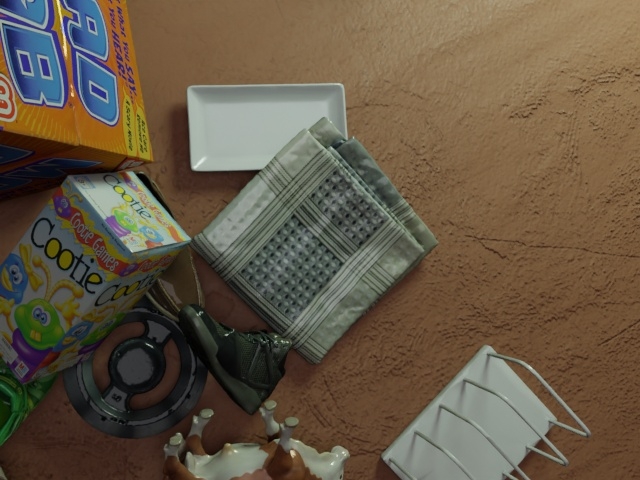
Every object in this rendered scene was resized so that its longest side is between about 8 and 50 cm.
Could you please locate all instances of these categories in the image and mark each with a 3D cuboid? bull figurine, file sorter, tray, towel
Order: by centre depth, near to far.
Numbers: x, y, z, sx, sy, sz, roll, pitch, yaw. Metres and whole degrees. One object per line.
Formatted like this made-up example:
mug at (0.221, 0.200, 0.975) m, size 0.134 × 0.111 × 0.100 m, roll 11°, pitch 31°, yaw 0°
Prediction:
bull figurine at (-0.103, 0.357, 1.210) m, size 0.310 × 0.101 × 0.188 m, roll -10°, pitch 114°, yaw -7°
towel at (0.000, 0.000, 1.268) m, size 0.324 × 0.056 × 0.312 m, roll -45°, pitch 101°, yaw -7°
file sorter at (0.283, 0.349, 1.274) m, size 0.277 × 0.173 × 0.193 m, roll -44°, pitch 97°, yaw -10°
tray at (-0.088, -0.191, 1.286) m, size 0.270 × 0.030 × 0.145 m, roll -3°, pitch 90°, yaw -12°

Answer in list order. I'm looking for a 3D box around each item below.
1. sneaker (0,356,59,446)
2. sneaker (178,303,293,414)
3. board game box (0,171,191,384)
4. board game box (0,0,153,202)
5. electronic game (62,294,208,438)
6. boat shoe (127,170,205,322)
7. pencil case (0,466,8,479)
sneaker at (-0.453, 0.220, 1.103) m, size 0.109 × 0.123 × 0.296 m, roll 39°, pitch 44°, yaw -17°
sneaker at (-0.131, 0.163, 1.218) m, size 0.130 × 0.087 × 0.227 m, roll -44°, pitch 119°, yaw -19°
board game box at (-0.342, 0.049, 1.072) m, size 0.144 × 0.142 × 0.275 m, roll 48°, pitch 111°, yaw 11°
board game box at (-0.482, -0.249, 0.965) m, size 0.356 × 0.356 × 0.357 m, roll -12°, pitch 86°, yaw 17°
electronic game at (-0.295, 0.201, 1.219) m, size 0.229 × 0.048 × 0.229 m, roll 3°, pitch 81°, yaw -16°
boat shoe at (-0.254, 0.009, 1.195) m, size 0.095 × 0.095 × 0.257 m, roll -29°, pitch 92°, yaw -32°
pencil case at (-0.440, 0.513, 1.038) m, size 0.183 × 0.160 × 0.410 m, roll -36°, pitch 64°, yaw -18°
